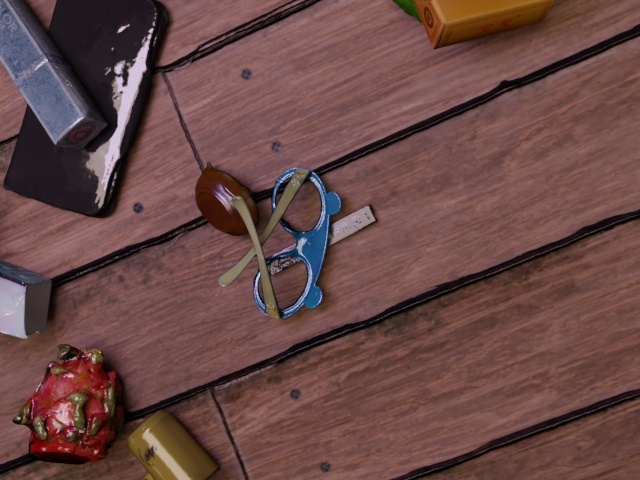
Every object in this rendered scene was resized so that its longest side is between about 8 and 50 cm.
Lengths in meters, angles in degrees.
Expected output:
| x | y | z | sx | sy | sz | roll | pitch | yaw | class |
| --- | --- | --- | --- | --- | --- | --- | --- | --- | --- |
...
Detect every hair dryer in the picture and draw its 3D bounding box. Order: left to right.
| x | y | z | sx | sy | sz | roll | pitch | yaw | class |
| --- | --- | --- | --- | --- | --- | --- | --- | --- | --- |
| -0.302 | 0.405 | 1.612 | 0.279 | 0.090 | 0.135 | -44 | 85 | 14 | hair dryer |

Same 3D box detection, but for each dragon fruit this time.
| x | y | z | sx | sy | sz | roll | pitch | yaw | class |
| --- | --- | --- | --- | --- | --- | --- | --- | --- | --- |
| -0.390 | 0.257 | 1.580 | 0.160 | 0.167 | 0.172 | -29 | 49 | 47 | dragon fruit |

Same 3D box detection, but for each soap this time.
| x | y | z | sx | sy | sz | roll | pitch | yaw | class |
| --- | --- | --- | --- | --- | --- | --- | --- | --- | --- |
| -0.538 | 0.074 | 1.602 | 0.231 | 0.145 | 0.091 | 17 | 94 | 8 | soap |

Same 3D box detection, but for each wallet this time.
| x | y | z | sx | sy | sz | roll | pitch | yaw | class |
| --- | --- | --- | --- | --- | --- | --- | --- | --- | --- |
| -0.375 | -0.231 | 1.612 | 0.197 | 0.051 | 0.377 | 17 | 94 | 11 | wallet |

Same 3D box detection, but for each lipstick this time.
| x | y | z | sx | sy | sz | roll | pitch | yaw | class |
| --- | --- | --- | --- | --- | --- | --- | --- | --- | --- |
| -0.445 | -0.275 | 1.566 | 0.077 | 0.076 | 0.289 | -39 | 76 | 15 | lipstick |

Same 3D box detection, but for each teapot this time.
| x | y | z | sx | sy | sz | roll | pitch | yaw | class |
| --- | --- | --- | --- | --- | --- | --- | --- | --- | --- |
| -0.144 | -0.067 | 1.570 | 0.129 | 0.078 | 0.098 | 44 | 141 | 11 | teapot |

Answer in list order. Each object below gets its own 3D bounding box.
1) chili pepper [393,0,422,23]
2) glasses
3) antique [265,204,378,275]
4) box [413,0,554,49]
| x | y | z | sx | sy | sz | roll | pitch | yaw | class |
| --- | --- | --- | --- | --- | --- | --- | --- | --- | --- |
| 0.145 | -0.394 | 1.504 | 0.099 | 0.083 | 0.253 | -43 | 80 | 6 | chili pepper |
| -0.085 | -0.005 | 1.510 | 0.102 | 0.207 | 0.239 | 14 | 90 | 47 | glasses |
| 0.000 | 0.000 | 1.573 | 0.192 | 0.015 | 0.031 | -28 | 86 | 10 | antique |
| 0.199 | -0.423 | 1.435 | 0.174 | 0.076 | 0.274 | -16 | 73 | -10 | box |
